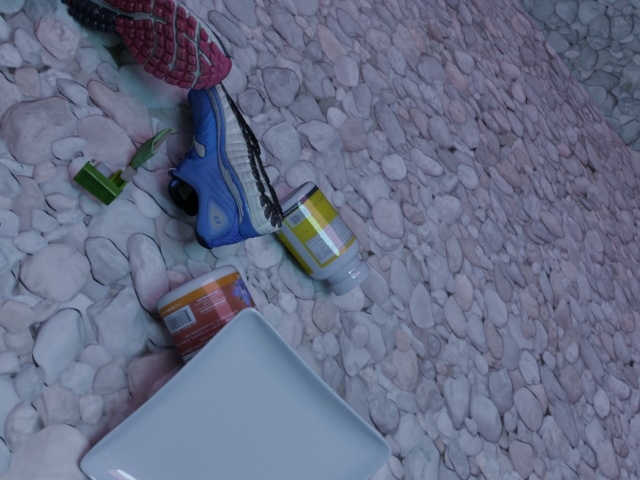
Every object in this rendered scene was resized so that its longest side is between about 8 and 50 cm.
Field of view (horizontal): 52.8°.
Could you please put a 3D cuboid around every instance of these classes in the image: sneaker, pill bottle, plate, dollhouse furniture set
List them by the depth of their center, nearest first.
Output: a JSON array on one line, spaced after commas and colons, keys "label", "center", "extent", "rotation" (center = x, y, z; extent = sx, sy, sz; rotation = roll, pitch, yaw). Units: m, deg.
[{"label": "plate", "center": [-0.097, 0.262, 0.800], "extent": [0.277, 0.045, 0.278], "rotation": [-43, 104, -2]}, {"label": "pill bottle", "center": [-0.123, 0.151, 0.875], "extent": [0.121, 0.121, 0.216], "rotation": [-25, 87, -47]}, {"label": "dollhouse furniture set", "center": [-0.277, -0.118, 0.907], "extent": [0.058, 0.076, 0.151], "rotation": [44, 46, -18]}, {"label": "sneaker", "center": [-0.246, -0.338, 0.964], "extent": [0.299, 0.121, 0.112], "rotation": [38, 37, 13]}, {"label": "sneaker", "center": [-0.169, -0.122, 0.964], "extent": [0.130, 0.147, 0.330], "rotation": [59, 9, -49]}, {"label": "pill bottle", "center": [0.000, 0.000, 1.082], "extent": [0.184, 0.103, 0.103], "rotation": [52, 44, -9]}]
